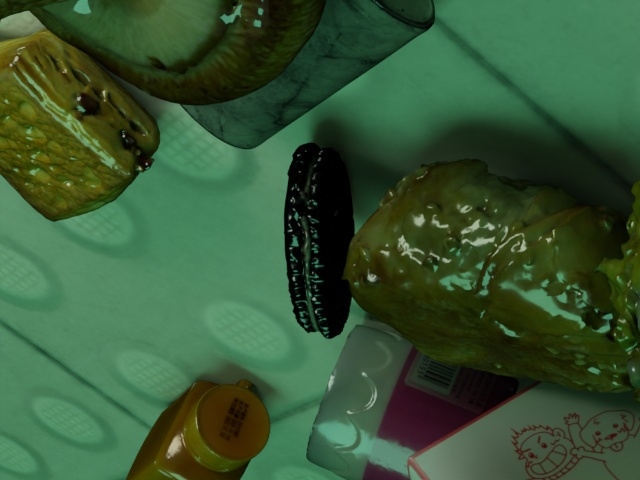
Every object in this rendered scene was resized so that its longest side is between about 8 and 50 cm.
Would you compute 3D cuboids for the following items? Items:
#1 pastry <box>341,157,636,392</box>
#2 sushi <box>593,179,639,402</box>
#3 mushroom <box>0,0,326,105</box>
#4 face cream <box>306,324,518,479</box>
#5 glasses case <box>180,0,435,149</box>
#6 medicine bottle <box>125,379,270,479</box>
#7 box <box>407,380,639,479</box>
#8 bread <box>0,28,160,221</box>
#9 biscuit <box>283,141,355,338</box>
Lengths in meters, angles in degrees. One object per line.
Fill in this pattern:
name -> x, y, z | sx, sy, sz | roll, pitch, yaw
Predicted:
pastry -> 0.180, 0.026, 1.483 | 0.310, 0.162, 0.255 | 12, 155, 28
sushi -> 0.434, 0.037, 1.260 | 0.396, 0.240, 0.351 | 37, 145, -21
mushroom -> -0.152, -0.240, 1.253 | 0.345, 0.260, 0.345 | 20, 139, 18
face cream -> 0.102, 0.201, 1.766 | 0.194, 0.175, 0.175 | 21, 147, 9
glasses case -> -0.023, -0.173, 1.441 | 0.114, 0.060, 0.299 | 38, 145, -16
medicine bottle -> -0.153, 0.268, 2.058 | 0.112, 0.149, 0.222 | 32, 146, -10
box -> 0.307, 0.319, 1.567 | 0.312, 0.314, 0.300 | 51, 167, 45
bread -> -0.279, -0.125, 1.657 | 0.210, 0.099, 0.235 | 43, 149, -20
biscuit -> 0.000, 0.000, 1.552 | 0.053, 0.195, 0.194 | -1, 141, 9
